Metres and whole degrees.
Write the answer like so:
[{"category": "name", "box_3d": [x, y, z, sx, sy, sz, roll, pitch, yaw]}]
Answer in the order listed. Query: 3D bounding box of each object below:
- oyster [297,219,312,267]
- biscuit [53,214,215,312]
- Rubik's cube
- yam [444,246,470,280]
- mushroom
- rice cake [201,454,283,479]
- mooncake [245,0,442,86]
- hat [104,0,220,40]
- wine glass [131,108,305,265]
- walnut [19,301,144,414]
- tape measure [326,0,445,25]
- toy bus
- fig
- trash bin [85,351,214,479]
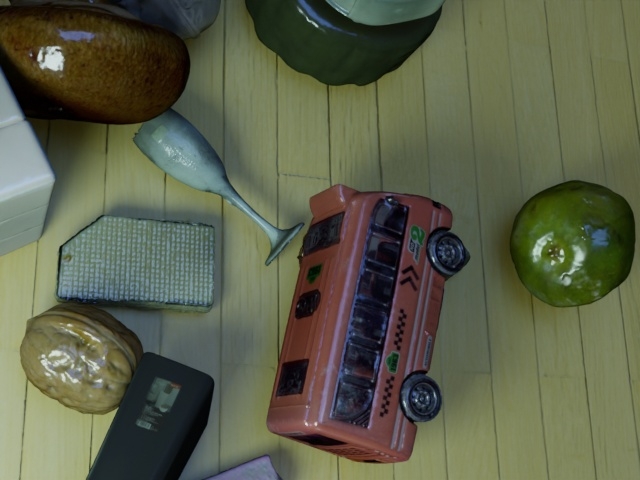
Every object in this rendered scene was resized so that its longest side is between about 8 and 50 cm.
[{"category": "oyster", "box_3d": [0.000, 0.000, 1.644, 0.086, 0.029, 0.132, -1, 75, -21]}, {"category": "biscuit", "box_3d": [-0.295, 0.038, 1.509, 0.252, 0.052, 0.150, 5, 68, -21]}, {"category": "Rubik's cube", "box_3d": [-0.572, -0.112, 1.322, 0.291, 0.290, 0.292, -27, 84, -26]}, {"category": "yam", "box_3d": [0.209, 0.055, 1.693, 0.132, 0.054, 0.054, -38, 89, -26]}, {"category": "mushroom", "box_3d": [-0.374, -0.311, 1.432, 0.345, 0.345, 0.260, 1, 98, -20]}, {"category": "rice cake", "box_3d": [-0.230, 0.413, 1.403, 0.398, 0.064, 0.070, -17, 72, -24]}, {"category": "mooncake", "box_3d": [0.043, -0.461, 1.723, 0.356, 0.194, 0.357, 7, 73, -22]}, {"category": "hat", "box_3d": [-0.305, -0.420, 1.600, 0.274, 0.161, 0.232, 9, 26, 3]}, {"category": "wine glass", "box_3d": [-0.159, -0.103, 1.491, 0.309, 0.264, 0.096, 42, 80, -3]}, {"category": "walnut", "box_3d": [-0.354, 0.168, 1.390, 0.184, 0.155, 0.155, 30, 65, -6]}, {"category": "tape measure", "box_3d": [0.089, -0.477, 1.572, 0.243, 0.125, 0.246, -3, 73, -17]}, {"category": "toy bus", "box_3d": [0.066, 0.127, 1.511, 0.233, 0.203, 0.427, 21, 69, -24]}, {"category": "fig", "box_3d": [0.471, -0.008, 1.760, 0.233, 0.233, 0.314, 43, 20, -3]}, {"category": "trash bin", "box_3d": [-0.251, 0.304, 1.340, 0.115, 0.165, 0.226, 22, 52, 4]}]
